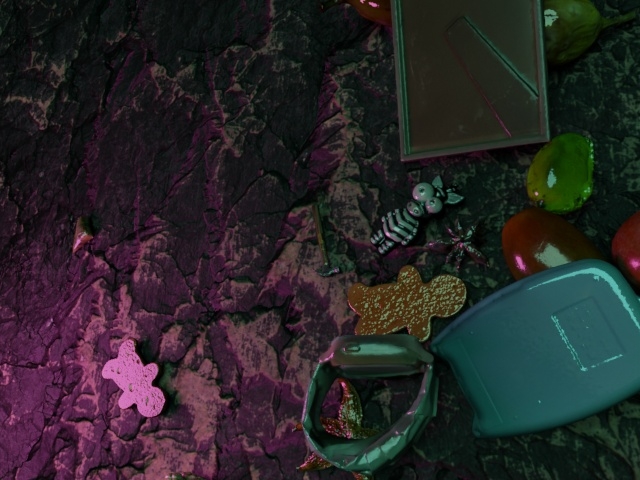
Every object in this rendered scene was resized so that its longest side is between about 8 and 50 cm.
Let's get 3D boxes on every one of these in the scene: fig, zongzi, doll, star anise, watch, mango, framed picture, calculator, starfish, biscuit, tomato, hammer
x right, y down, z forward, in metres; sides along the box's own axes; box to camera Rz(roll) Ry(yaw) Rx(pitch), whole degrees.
[{"bbox_3d":[0.132,-0.578,1.435,0.274,0.145,0.170,-9,68,4],"label":"fig"},{"bbox_3d":[-0.656,-0.017,1.652,0.083,0.040,0.076,-43,53,24],"label":"zongzi"},{"bbox_3d":[0.200,-0.054,1.282,0.219,0.067,0.091,-40,58,4],"label":"doll"},{"bbox_3d":[0.276,0.007,1.233,0.129,0.056,0.124,-4,72,21],"label":"star anise"},{"bbox_3d":[0.090,0.308,1.132,0.254,0.161,0.241,-4,64,17],"label":"watch"},{"bbox_3d":[0.449,0.060,1.107,0.146,0.129,0.289,-46,69,6],"label":"mango"},{"bbox_3d":[0.300,-0.402,1.256,0.326,0.028,0.445,-2,92,36],"label":"framed picture"},{"bbox_3d":[0.386,0.192,1.051,0.386,0.054,0.256,-32,75,26],"label":"calculator"},{"bbox_3d":[0.048,0.394,1.209,0.228,0.043,0.240,-12,63,17],"label":"starfish"},{"bbox_3d":[-0.429,0.337,1.433,0.205,0.031,0.138,39,91,29],"label":"biscuit"},{"bbox_3d":[0.603,0.024,1.005,0.184,0.208,0.208,-42,61,22],"label":"tomato"},{"bbox_3d":[0.181,0.135,1.243,0.250,0.036,0.165,-19,67,20],"label":"biscuit"},{"bbox_3d":[0.529,-0.448,1.251,0.257,0.159,0.159,-11,67,-1],"label":"fig"},{"bbox_3d":[0.469,-0.131,1.180,0.119,0.100,0.178,30,75,-8],"label":"mango"},{"bbox_3d":[0.000,0.000,1.377,0.062,0.017,0.182,-19,65,16],"label":"hammer"}]

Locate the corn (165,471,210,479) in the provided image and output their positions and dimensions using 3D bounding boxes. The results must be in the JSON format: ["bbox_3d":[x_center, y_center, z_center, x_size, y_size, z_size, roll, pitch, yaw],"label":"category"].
[{"bbox_3d":[-0.180,0.560,1.203,0.335,0.126,0.126,11,77,24],"label":"corn"}]
